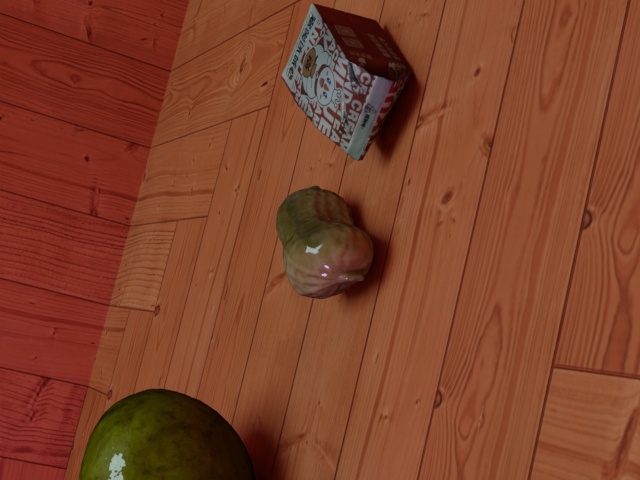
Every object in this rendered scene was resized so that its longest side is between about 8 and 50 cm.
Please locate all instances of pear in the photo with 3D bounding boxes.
[{"bbox_3d":[-0.271,0.450,1.973,0.352,0.352,0.413,-56,29,35],"label":"pear"}]

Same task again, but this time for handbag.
[{"bbox_3d":[0.055,-0.273,1.970,0.171,0.151,0.298,-65,31,29],"label":"handbag"}]

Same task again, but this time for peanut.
[{"bbox_3d":[-0.004,0.009,1.899,0.159,0.143,0.291,-57,24,12],"label":"peanut"}]
